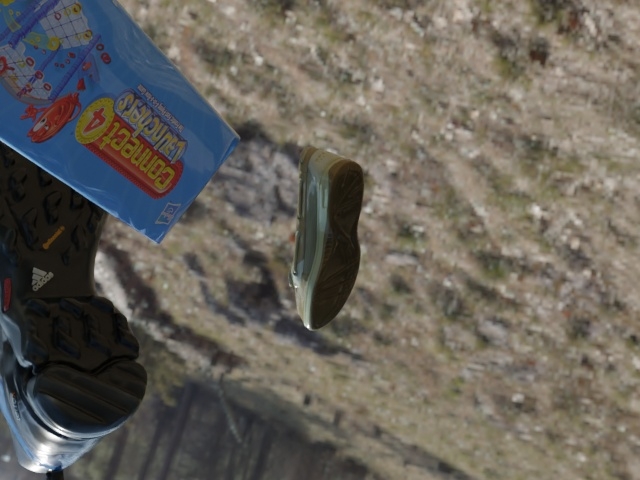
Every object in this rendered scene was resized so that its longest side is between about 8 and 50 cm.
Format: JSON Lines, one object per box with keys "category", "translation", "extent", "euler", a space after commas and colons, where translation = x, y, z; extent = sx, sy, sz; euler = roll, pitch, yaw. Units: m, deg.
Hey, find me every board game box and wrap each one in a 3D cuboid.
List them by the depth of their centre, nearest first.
{"category": "board game box", "translation": [-0.222, -0.149, 0.596], "extent": [0.302, 0.086, 0.308], "euler": [36, 176, 20]}

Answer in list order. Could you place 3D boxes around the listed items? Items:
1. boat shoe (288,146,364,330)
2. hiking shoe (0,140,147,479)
{"category": "boat shoe", "translation": [-0.001, 0.000, 0.900], "extent": [0.048, 0.056, 0.153], "euler": [27, 126, 35]}
{"category": "hiking shoe", "translation": [-0.221, 0.029, 0.839], "extent": [0.113, 0.304, 0.132], "euler": [8, 140, -32]}
